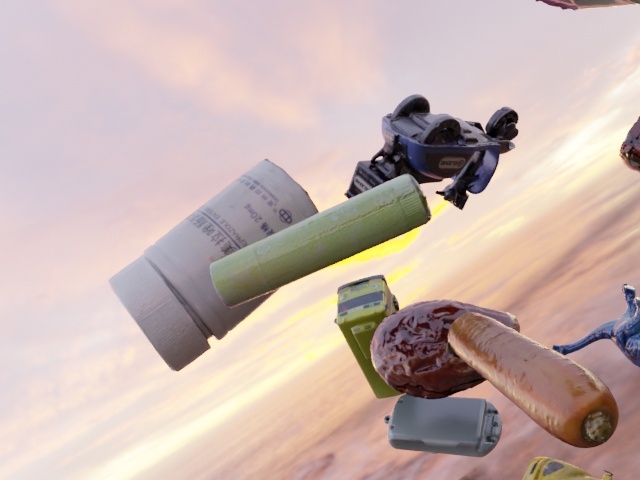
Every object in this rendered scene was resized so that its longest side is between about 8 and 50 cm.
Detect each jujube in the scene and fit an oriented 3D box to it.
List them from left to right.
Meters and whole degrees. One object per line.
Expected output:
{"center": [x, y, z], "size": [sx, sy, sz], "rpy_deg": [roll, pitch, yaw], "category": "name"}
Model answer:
{"center": [0.244, 0.210, 1.201], "size": [0.290, 0.197, 0.197], "rpy_deg": [-10, -1, 19], "category": "jujube"}

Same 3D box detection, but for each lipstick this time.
{"center": [0.000, 0.000, 0.827], "size": [0.304, 0.076, 0.076], "rpy_deg": [-23, -8, 8], "category": "lipstick"}

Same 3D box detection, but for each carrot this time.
{"center": [0.195, 0.126, 0.587], "size": [0.067, 0.067, 0.225], "rpy_deg": [-33, 17, -8], "category": "carrot"}

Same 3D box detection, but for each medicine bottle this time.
{"center": [-0.163, 0.039, 1.008], "size": [0.332, 0.190, 0.190], "rpy_deg": [-41, -7, -16], "category": "medicine bottle"}

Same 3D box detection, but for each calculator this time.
{"center": [0.248, 0.378, 1.275], "size": [0.246, 0.045, 0.141], "rpy_deg": [-3, 29, 23], "category": "calculator"}

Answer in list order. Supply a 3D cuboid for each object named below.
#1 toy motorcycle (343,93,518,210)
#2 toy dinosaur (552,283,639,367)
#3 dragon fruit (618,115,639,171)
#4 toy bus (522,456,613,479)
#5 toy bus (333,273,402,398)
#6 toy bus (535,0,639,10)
{"center": [0.221, -0.146, 1.116], "size": [0.358, 0.125, 0.213], "rpy_deg": [-8, -49, -37], "category": "toy motorcycle"}
{"center": [0.527, 0.151, 0.978], "size": [0.076, 0.144, 0.329], "rpy_deg": [2, 6, -43], "category": "toy dinosaur"}
{"center": [0.504, -0.122, 0.856], "size": [0.127, 0.120, 0.161], "rpy_deg": [-54, -37, -1], "category": "dragon fruit"}
{"center": [0.430, 0.410, 0.815], "size": [0.151, 0.331, 0.145], "rpy_deg": [129, 165, -70], "category": "toy bus"}
{"center": [0.135, 0.222, 1.406], "size": [0.128, 0.262, 0.150], "rpy_deg": [-18, 27, 18], "category": "toy bus"}
{"center": [0.112, -0.226, 0.400], "size": [0.274, 0.090, 0.112], "rpy_deg": [10, 0, -16], "category": "toy bus"}
